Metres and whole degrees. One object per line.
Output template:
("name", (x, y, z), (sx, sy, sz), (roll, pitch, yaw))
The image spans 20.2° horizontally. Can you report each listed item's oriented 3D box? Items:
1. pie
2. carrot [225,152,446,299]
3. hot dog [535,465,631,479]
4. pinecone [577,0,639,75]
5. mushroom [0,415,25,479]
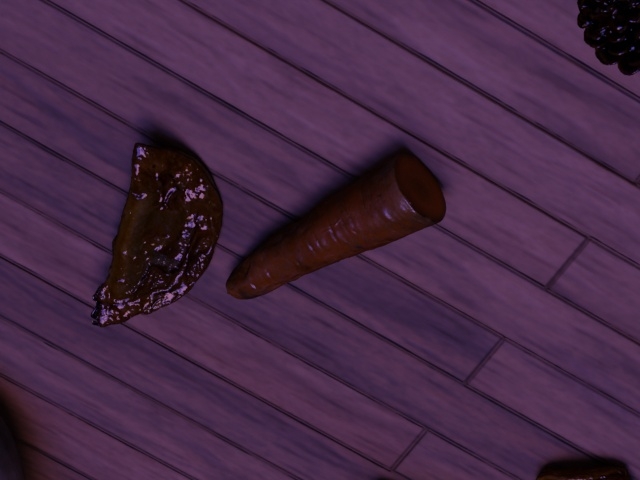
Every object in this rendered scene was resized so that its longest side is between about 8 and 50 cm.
("pie", (-0.129, -0.001, 1.467), (0.088, 0.033, 0.191), (10, 127, -13))
("carrot", (0.000, 0.000, 1.426), (0.210, 0.061, 0.061), (-28, 115, 32))
("hot dog", (0.224, 0.217, 1.535), (0.083, 0.035, 0.058), (-7, 119, 18))
("pinecone", (0.215, -0.152, 1.247), (0.077, 0.083, 0.077), (0, 90, 40))
("mushroom", (-0.356, 0.182, 1.568), (0.126, 0.177, 0.397), (-18, 121, 32))
